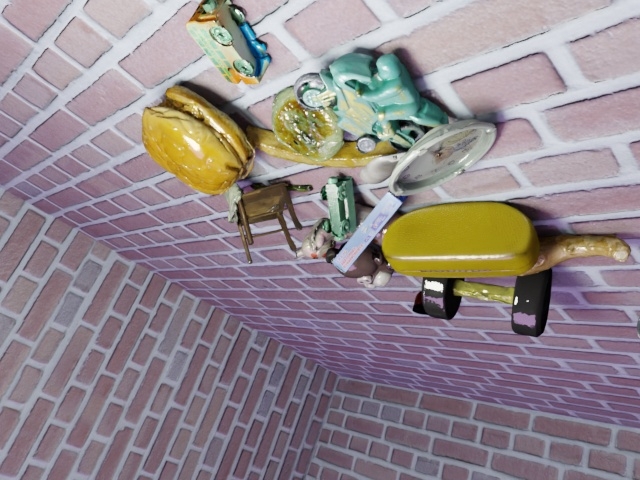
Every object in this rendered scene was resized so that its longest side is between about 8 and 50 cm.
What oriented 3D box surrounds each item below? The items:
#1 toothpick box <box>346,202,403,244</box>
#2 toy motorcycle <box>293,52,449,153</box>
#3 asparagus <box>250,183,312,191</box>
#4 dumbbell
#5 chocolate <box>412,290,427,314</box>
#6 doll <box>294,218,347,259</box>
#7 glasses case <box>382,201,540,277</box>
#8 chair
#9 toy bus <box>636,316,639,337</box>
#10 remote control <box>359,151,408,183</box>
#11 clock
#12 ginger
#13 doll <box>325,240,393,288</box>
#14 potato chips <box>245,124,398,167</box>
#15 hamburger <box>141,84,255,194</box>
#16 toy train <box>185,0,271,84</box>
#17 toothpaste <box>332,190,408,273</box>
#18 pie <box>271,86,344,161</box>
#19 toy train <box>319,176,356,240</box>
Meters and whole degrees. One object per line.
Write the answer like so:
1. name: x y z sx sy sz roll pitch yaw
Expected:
1. toothpick box: 0.148 -0.045 1.469 0.149 0.098 0.098 15 157 16
2. toy motorcycle: 0.109 -0.272 1.006 0.296 0.109 0.198 23 146 -25
3. asparagus: -0.123 -0.157 1.555 0.233 0.023 0.022 6 108 32
4. dumbbell: 0.469 0.144 1.482 0.322 0.203 0.204 8 154 30
5. chocolate: 0.405 0.211 1.853 0.125 0.080 0.149 16 153 -19
6. doll: 0.000 0.000 1.687 0.095 0.149 0.192 60 153 15
7. glasses case: 0.346 0.004 1.303 0.371 0.173 0.141 -2 149 33
8. chair: -0.192 -0.113 1.532 0.186 0.319 0.160 -16 156 -18
9. toy bus: 0.953 0.231 1.426 0.077 0.079 0.174 14 159 -7
10. remote control: 0.136 -0.155 1.155 0.073 0.044 0.229 -10 178 -8
11. clock: 0.234 -0.172 1.044 0.236 0.053 0.236 -21 160 -8
12. ginger: 0.575 0.030 1.246 0.294 0.131 0.086 -11 99 50
13. doll: 0.142 0.074 1.690 0.182 0.117 0.257 -15 148 42
14. potato chips: 0.002 -0.217 1.259 0.407 0.057 0.080 10 153 24
15. hamburger: -0.305 -0.237 1.312 0.319 0.158 0.318 28 162 10
16. toy train: -0.178 -0.388 1.020 0.099 0.072 0.188 12 157 35
17. toothpaste: 0.129 -0.026 1.387 0.053 0.066 0.272 39 122 2
18. pie: -0.030 -0.254 1.166 0.187 0.041 0.187 18 139 16
19. toy train: 0.052 -0.088 1.386 0.070 0.099 0.172 5 110 33
